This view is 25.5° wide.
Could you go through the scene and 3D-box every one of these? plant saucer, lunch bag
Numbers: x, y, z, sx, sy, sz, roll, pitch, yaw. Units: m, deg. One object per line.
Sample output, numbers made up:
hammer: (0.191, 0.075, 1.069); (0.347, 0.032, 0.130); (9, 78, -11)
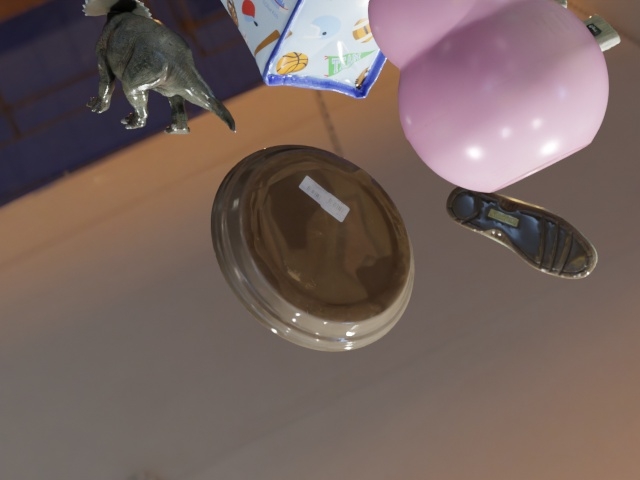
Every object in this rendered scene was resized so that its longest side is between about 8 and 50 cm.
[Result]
plant saucer: (0.000, 0.000, 1.720); (0.278, 0.278, 0.041); (-49, -176, -38)
lunch bag: (0.001, -0.461, 2.067); (0.239, 0.385, 0.327); (2, -136, -35)

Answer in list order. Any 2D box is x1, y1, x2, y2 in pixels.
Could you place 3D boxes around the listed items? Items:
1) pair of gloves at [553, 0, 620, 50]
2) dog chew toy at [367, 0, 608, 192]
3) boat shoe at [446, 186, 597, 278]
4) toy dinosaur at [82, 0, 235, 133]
pair of gloves: (0.269, -0.267, 1.927); (0.204, 0.042, 0.240); (-28, -144, -8)
dog chew toy: (0.142, -0.219, 1.387); (0.207, 0.331, 0.206); (-25, 177, -1)
boat shoe: (0.244, -0.016, 1.684); (0.190, 0.068, 0.072); (31, -171, 12)
toy dinosaur: (-0.226, -0.229, 1.824); (0.121, 0.160, 0.313); (-18, -137, -29)
